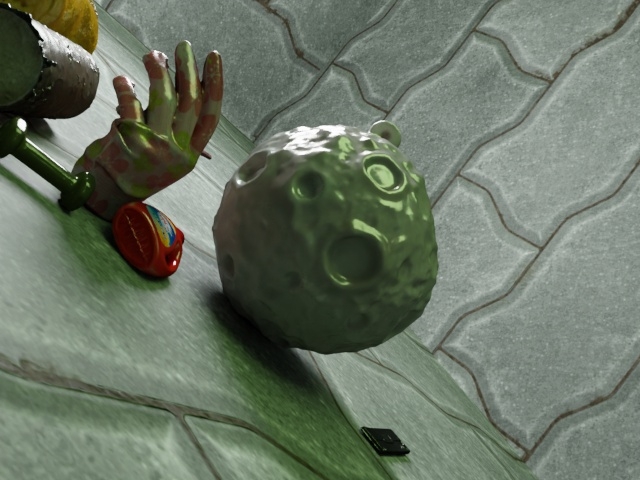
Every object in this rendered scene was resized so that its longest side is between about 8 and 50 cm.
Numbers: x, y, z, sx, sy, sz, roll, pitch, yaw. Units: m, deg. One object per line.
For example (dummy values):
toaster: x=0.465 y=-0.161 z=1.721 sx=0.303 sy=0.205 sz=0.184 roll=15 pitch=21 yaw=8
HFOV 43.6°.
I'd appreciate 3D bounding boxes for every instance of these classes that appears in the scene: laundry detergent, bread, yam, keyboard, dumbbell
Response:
laundry detergent: x=-0.202 y=0.001 z=1.001 sx=0.165 sy=0.049 sz=0.097 roll=15 pitch=51 yaw=-82
bread: x=-0.494 y=-0.417 z=1.224 sx=0.328 sy=0.148 sz=0.337 roll=45 pitch=-3 yaw=-3
yam: x=-0.364 y=-0.213 z=1.004 sx=0.131 sy=0.131 sz=0.279 roll=45 pitch=3 yaw=-4
keyboard: x=0.101 y=0.308 z=1.229 sx=0.053 sy=0.010 sz=0.155 roll=47 pitch=6 yaw=25
dumbbell: x=-0.303 y=-0.082 z=0.876 sx=0.118 sy=0.046 sz=0.052 roll=43 pitch=11 yaw=-33

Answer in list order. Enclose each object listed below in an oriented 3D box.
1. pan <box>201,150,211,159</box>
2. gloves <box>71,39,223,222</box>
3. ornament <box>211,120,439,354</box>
pan: x=-0.319 y=-0.213 z=1.729 sx=0.212 sy=0.040 sz=0.115 roll=29 pitch=15 yaw=-48
gloves: x=-0.201 y=-0.136 z=0.999 sx=0.145 sy=0.241 sz=0.126 roll=41 pitch=7 yaw=-44
ornament: x=0.000 y=0.000 z=1.154 sx=0.337 sy=0.337 sz=0.337 roll=45 pitch=5 yaw=-5
